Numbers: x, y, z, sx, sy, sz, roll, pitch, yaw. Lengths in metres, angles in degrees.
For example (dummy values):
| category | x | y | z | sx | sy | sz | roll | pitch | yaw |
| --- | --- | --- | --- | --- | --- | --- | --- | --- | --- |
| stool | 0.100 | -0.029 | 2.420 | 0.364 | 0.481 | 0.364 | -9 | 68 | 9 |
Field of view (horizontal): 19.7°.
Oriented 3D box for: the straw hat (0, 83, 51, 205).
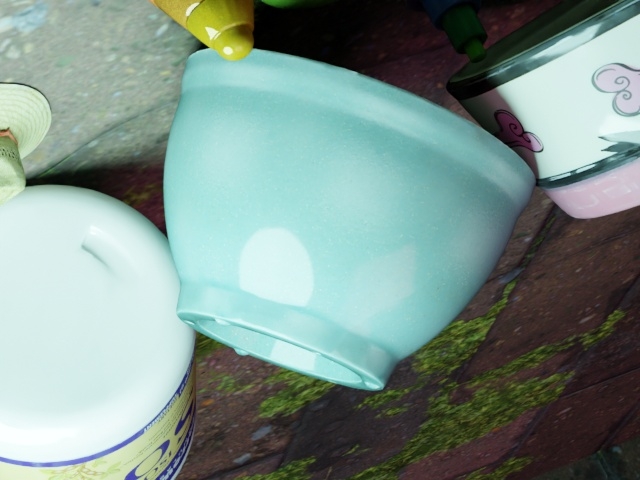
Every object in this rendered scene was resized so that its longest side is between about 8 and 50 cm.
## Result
| category | x | y | z | sx | sy | sz | roll | pitch | yaw |
| --- | --- | --- | --- | --- | --- | --- | --- | --- | --- |
| straw hat | -0.259 | -0.055 | 1.412 | 0.144 | 0.061 | 0.144 | -22 | 159 | -9 |

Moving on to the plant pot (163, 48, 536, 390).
| category | x | y | z | sx | sy | sz | roll | pitch | yaw |
| --- | --- | --- | --- | --- | --- | --- | --- | --- | --- |
| plant pot | 0.000 | 0.000 | 1.439 | 0.293 | 0.196 | 0.293 | 18 | 169 | 4 |

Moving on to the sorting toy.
| category | x | y | z | sx | sy | sz | roll | pitch | yaw |
| --- | --- | --- | --- | --- | --- | --- | --- | --- | --- |
| sorting toy | 0.006 | -0.176 | 1.346 | 0.365 | 0.126 | 0.127 | 0 | 147 | -47 |

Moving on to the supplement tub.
| category | x | y | z | sx | sy | sz | roll | pitch | yaw |
| --- | --- | --- | --- | --- | --- | --- | --- | --- | --- |
| supplement tub | -0.228 | 0.122 | 1.608 | 0.241 | 0.241 | 0.331 | -21 | 158 | -13 |

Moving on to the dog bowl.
| category | x | y | z | sx | sy | sz | roll | pitch | yaw |
| --- | --- | --- | --- | --- | --- | --- | --- | --- | --- |
| dog bowl | 0.310 | -0.163 | 1.454 | 0.408 | 0.150 | 0.408 | -30 | -174 | 4 |
